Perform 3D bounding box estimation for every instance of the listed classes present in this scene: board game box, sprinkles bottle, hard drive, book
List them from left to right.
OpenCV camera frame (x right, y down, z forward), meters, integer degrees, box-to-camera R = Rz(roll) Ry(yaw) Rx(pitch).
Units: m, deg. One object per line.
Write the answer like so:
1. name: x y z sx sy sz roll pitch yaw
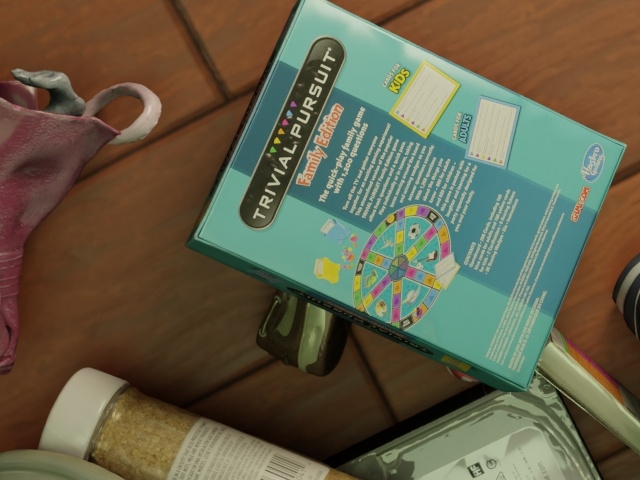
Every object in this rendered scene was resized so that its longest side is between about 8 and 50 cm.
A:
1. sprinkles bottle: -0.092 0.239 1.623 0.355 0.121 0.121 21 98 10
2. board game box: 0.080 -0.042 1.563 0.336 0.079 0.253 25 80 -7
3. hard drive: 0.125 0.295 1.706 0.339 0.064 0.236 -26 97 6
4. book: 0.271 0.142 1.663 0.144 0.096 0.035 40 105 -4

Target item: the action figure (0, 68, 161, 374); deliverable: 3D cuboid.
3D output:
1. action figure: -0.335 0.013 1.625 0.276 0.248 0.370 1 99 -34

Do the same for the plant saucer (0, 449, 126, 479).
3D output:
1. plant saucer: -0.240 0.395 1.608 0.401 0.100 0.400 16 122 27

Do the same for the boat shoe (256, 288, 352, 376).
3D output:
1. boat shoe: -0.003 0.000 1.652 0.095 0.095 0.257 17 91 18

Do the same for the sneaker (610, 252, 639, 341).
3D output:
1. sneaker: 0.366 0.131 1.670 0.099 0.153 0.282 -20 128 2

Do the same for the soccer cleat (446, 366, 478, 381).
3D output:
1. soccer cleat: 0.167 0.019 1.647 0.083 0.095 0.248 11 99 0
